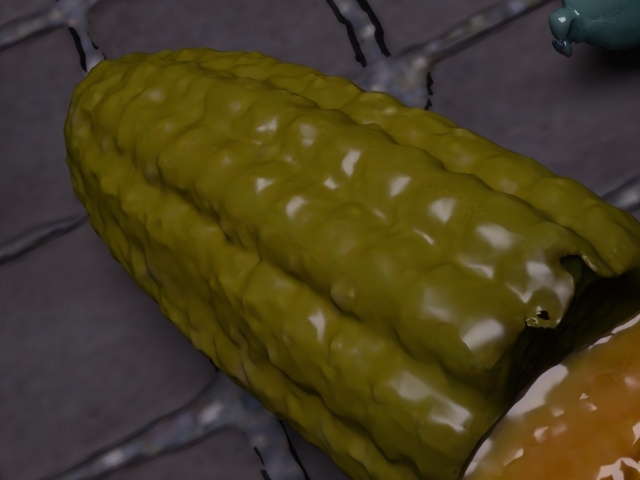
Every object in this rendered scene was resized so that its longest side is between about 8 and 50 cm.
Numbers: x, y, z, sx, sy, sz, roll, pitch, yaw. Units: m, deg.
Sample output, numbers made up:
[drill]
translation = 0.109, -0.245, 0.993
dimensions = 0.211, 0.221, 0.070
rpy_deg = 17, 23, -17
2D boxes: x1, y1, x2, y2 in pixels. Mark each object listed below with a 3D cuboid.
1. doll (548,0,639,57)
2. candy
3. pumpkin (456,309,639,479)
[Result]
[doll]
translation = 0.126, -0.121, 0.572
dimensions = 0.159, 0.059, 0.159
rpy_deg = -29, 56, -4
[candy]
translation = 0.000, 0.000, 0.512
dimensions = 0.094, 0.106, 0.199
rpy_deg = -35, 49, -27
[pumpkin]
translation = 0.180, 0.053, 0.408
dimensions = 0.221, 0.139, 0.317
rpy_deg = 33, 72, 32
